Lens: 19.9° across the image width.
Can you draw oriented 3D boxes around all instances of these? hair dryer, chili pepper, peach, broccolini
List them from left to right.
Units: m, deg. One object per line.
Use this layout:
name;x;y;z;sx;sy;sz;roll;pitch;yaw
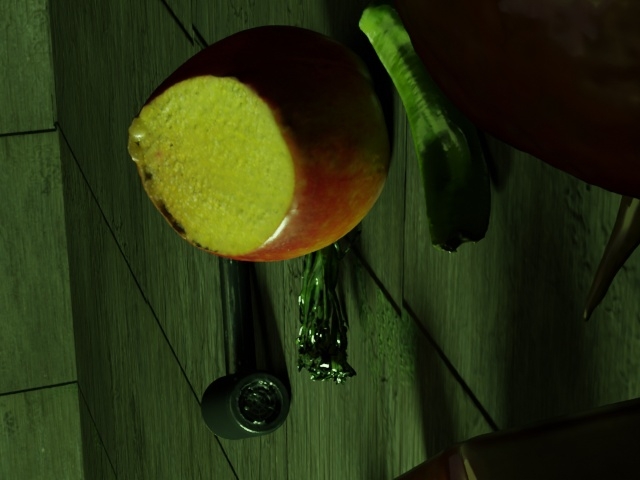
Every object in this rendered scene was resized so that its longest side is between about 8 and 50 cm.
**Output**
hair dryer;-0.084;0.077;1.862;0.128;0.070;0.255;161;104;-73
peach;-0.048;-0.075;1.415;0.190;0.192;0.190;164;90;-78
broccolini;0.000;-0.009;1.560;0.123;0.062;0.271;156;112;-68
chili pepper;0.077;-0.079;1.230;0.050;0.052;0.201;46;-156;-64

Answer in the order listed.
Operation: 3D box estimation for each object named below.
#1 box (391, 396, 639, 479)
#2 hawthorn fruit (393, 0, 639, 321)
box;0.154;0.112;0.524;0.385;0.345;0.122;130;129;-69
hawthorn fruit;0.139;-0.138;0.659;0.261;0.258;0.258;58;180;-35
